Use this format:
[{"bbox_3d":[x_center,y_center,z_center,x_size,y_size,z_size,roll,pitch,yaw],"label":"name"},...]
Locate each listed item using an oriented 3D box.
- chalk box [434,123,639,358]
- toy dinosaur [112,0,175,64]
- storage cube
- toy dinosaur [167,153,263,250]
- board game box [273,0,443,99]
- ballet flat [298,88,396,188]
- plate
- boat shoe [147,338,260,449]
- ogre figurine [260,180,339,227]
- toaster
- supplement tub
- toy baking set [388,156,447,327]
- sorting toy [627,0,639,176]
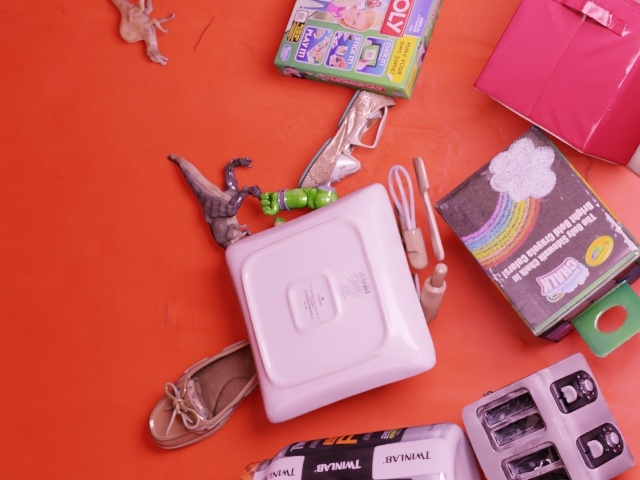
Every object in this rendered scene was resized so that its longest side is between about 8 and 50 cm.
[{"bbox_3d":[0.322,0.020,1.547,0.180,0.179,0.289,-39,72,11],"label":"chalk box"},{"bbox_3d":[-0.302,-0.376,1.908,0.092,0.053,0.183,-43,70,12],"label":"toy dinosaur"},{"bbox_3d":[0.353,-0.229,1.514,0.183,0.215,0.193,36,105,27],"label":"storage cube"},{"bbox_3d":[-0.146,-0.066,1.804,0.118,0.064,0.268,-40,68,19],"label":"toy dinosaur"},{"bbox_3d":[0.081,-0.380,1.734,0.213,0.046,0.317,14,77,23],"label":"board game box"},{"bbox_3d":[0.045,-0.144,1.735,0.067,0.073,0.206,34,98,13],"label":"ballet flat"},{"bbox_3d":[-0.001,0.088,1.624,0.278,0.045,0.277,-22,73,23],"label":"plate"},{"bbox_3d":[-0.161,0.220,1.752,0.285,0.089,0.104,-38,71,12],"label":"boat shoe"},{"bbox_3d":[0.000,0.000,1.718,0.118,0.097,0.197,-28,68,23],"label":"ogre figurine"},{"bbox_3d":[0.294,0.260,1.536,0.185,0.110,0.168,-33,75,39],"label":"toaster"},{"bbox_3d":[0.055,0.365,1.594,0.316,0.193,0.194,-11,79,19],"label":"supplement tub"},{"bbox_3d":[0.126,0.007,1.606,0.030,0.256,0.197,-14,63,-15],"label":"toy baking set"},{"bbox_3d":[0.415,-0.263,1.620,0.307,0.041,0.229,42,98,21],"label":"sorting toy"}]
